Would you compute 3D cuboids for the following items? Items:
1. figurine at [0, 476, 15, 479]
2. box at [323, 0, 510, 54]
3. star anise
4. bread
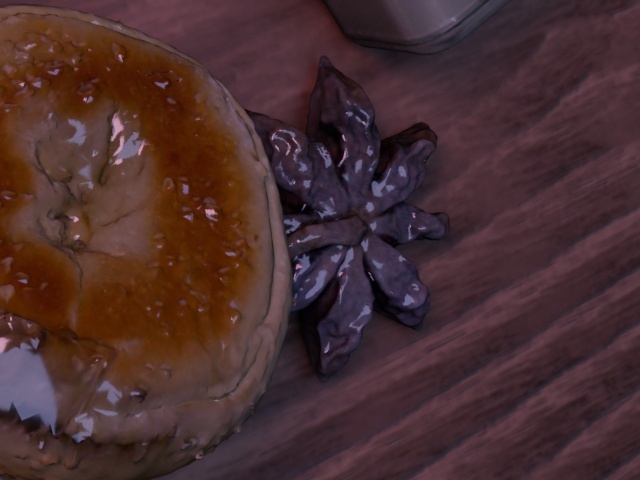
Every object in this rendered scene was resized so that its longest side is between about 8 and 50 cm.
[{"bbox_3d":[-0.200,0.178,1.032,0.235,0.155,0.127,25,110,-31],"label":"figurine"},{"bbox_3d":[0.103,-0.274,1.166,0.312,0.175,0.182,-40,118,-19],"label":"box"},{"bbox_3d":[0.000,0.000,1.171,0.262,0.081,0.230,-48,122,-18],"label":"star anise"},{"bbox_3d":[-0.160,0.008,1.022,0.305,0.159,0.305,16,59,-28],"label":"bread"}]
